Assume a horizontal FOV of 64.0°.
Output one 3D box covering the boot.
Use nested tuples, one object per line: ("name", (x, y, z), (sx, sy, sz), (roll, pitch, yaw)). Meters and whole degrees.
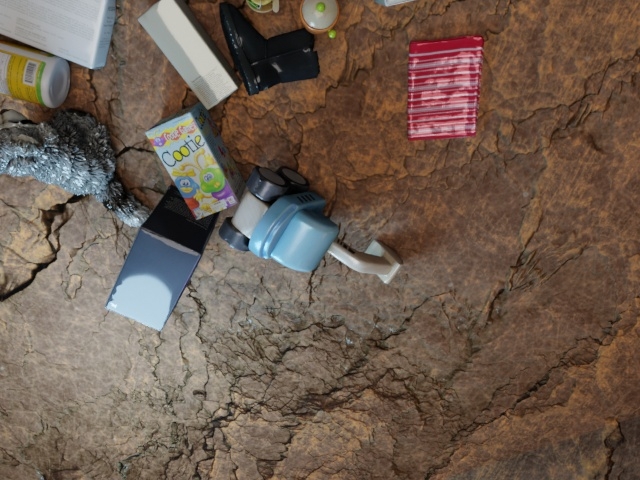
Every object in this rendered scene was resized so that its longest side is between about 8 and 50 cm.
("boot", (-0.127, -0.510, 1.316), (0.207, 0.094, 0.246), (-22, 91, -14))

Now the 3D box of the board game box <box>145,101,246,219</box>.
("board game box", (-0.342, -0.224, 1.441), (0.142, 0.144, 0.275), (-20, 115, 11))

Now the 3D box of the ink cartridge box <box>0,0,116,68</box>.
("ink cartridge box", (-0.657, -0.666, 1.262), (0.308, 0.091, 0.385), (20, 110, -9))

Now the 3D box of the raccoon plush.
("raccoon plush", (-0.658, -0.176, 1.384), (0.446, 0.299, 0.216), (40, 111, -18))

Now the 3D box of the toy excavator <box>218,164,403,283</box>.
("toy excavator", (0.000, 0.000, 1.484), (0.445, 0.433, 0.222), (39, 110, 13))

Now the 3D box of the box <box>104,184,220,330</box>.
("box", (-0.452, 0.047, 1.500), (0.182, 0.294, 0.296), (27, 115, -12))

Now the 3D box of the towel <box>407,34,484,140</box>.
("towel", (0.338, -0.409, 1.397), (0.199, 0.031, 0.275), (-2, 117, 3))

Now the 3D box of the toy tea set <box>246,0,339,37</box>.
("toy tea set", (-0.074, -0.626, 1.216), (0.336, 0.124, 0.200), (18, 98, -8))

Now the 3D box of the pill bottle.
("pill bottle", (-0.805, -0.445, 1.339), (0.245, 0.136, 0.136), (15, 117, -6))

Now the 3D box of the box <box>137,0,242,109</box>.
("box", (-0.331, -0.489, 1.332), (0.113, 0.094, 0.275), (-29, 113, 15))

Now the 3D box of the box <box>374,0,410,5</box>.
("box", (0.177, -0.610, 1.137), (0.121, 0.311, 0.148), (-10, 117, 6))
